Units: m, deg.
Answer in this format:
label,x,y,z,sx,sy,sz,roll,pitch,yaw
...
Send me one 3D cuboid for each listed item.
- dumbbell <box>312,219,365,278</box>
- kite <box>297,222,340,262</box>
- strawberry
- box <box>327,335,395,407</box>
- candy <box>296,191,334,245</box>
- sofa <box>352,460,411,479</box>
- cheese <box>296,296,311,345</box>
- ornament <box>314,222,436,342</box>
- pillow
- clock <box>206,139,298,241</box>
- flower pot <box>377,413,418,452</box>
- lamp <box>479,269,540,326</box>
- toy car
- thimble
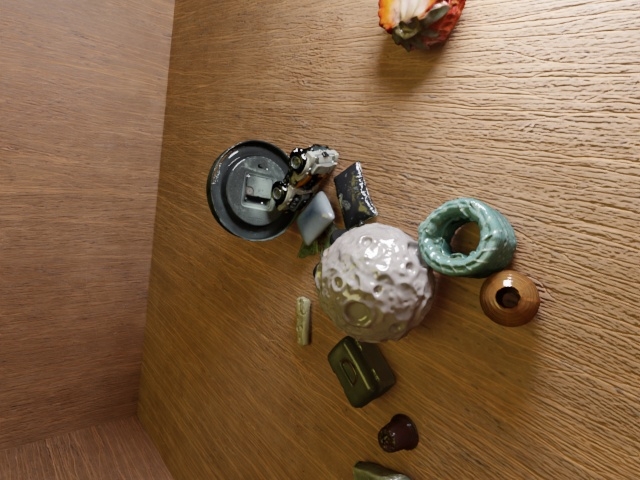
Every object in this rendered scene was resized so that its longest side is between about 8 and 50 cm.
label,x,y,z,sx,sy,sz,roll,pitch,yaw
dumbbell,0.070,0.070,1.450,0.143,0.143,0.326,49,125,36
kite,0.000,0.000,1.630,0.323,0.013,0.268,-14,80,49
strawberry,0.301,-0.699,1.187,0.265,0.149,0.336,-3,78,56
box,0.132,0.419,1.396,0.148,0.129,0.210,-55,52,34
candy,-0.020,-0.081,1.591,0.174,0.071,0.138,-47,50,35
sofa,0.168,0.830,1.326,0.225,0.176,0.210,-6,86,49
cheese,-0.069,0.319,1.691,0.065,0.043,0.194,4,94,48
ornament,0.162,0.113,1.207,0.337,0.337,0.337,1,91,49
pillow,0.111,-0.151,1.471,0.141,0.055,0.208,-28,71,37
clock,-0.249,-0.187,1.637,0.076,0.386,0.386,4,93,54
flower pot,0.230,0.600,1.316,0.111,0.089,0.111,1,91,49
lamp,0.451,0.139,1.026,0.136,0.136,0.136,1,91,49
toy car,-0.057,-0.218,1.568,0.118,0.193,0.301,48,126,20
thimble,0.368,-0.005,1.096,0.235,0.143,0.199,16,94,46
